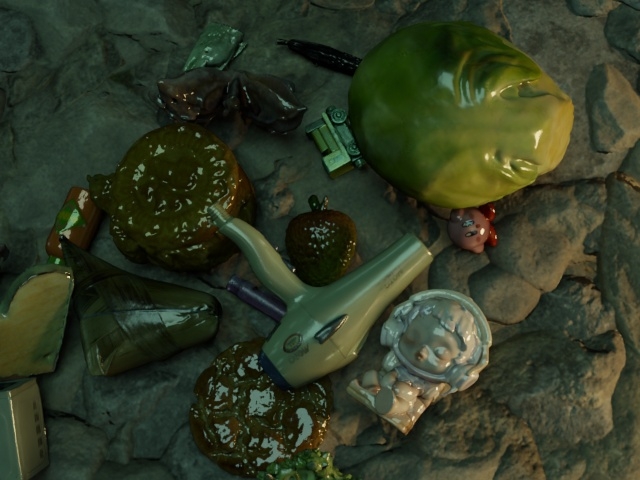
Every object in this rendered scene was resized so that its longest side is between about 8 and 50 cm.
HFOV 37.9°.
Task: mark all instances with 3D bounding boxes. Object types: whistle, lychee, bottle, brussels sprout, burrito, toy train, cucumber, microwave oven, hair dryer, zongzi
[{"bbox_3d":[-0.072,0.106,1.466,0.176,0.033,0.033,30,76,15],"label":"whistle"},{"bbox_3d":[0.000,0.000,1.456,0.114,0.114,0.146,0,84,6],"label":"lychee"},{"bbox_3d":[-0.411,0.007,1.520,0.069,0.069,0.187,15,73,11],"label":"bottle"},{"bbox_3d":[0.208,-0.203,1.416,0.344,0.268,0.344,-1,49,1],"label":"brussels sprout"},{"bbox_3d":[-0.189,-0.326,1.631,0.074,0.044,0.118,30,72,11],"label":"burrito"},{"bbox_3d":[0.028,-0.163,1.547,0.081,0.050,0.122,-30,71,3],"label":"toy train"},{"bbox_3d":[0.002,-0.319,1.613,0.163,0.043,0.039,21,116,16],"label":"cucumber"},{"bbox_3d":[-0.528,0.292,1.385,0.208,0.122,0.162,-7,92,3],"label":"microwave oven"},{"bbox_3d":[0.015,0.039,1.370,0.296,0.119,0.298,-20,92,-6],"label":"hair dryer"},{"bbox_3d":[-0.279,0.073,1.452,0.221,0.112,0.242,-18,75,1],"label":"zongzi"}]

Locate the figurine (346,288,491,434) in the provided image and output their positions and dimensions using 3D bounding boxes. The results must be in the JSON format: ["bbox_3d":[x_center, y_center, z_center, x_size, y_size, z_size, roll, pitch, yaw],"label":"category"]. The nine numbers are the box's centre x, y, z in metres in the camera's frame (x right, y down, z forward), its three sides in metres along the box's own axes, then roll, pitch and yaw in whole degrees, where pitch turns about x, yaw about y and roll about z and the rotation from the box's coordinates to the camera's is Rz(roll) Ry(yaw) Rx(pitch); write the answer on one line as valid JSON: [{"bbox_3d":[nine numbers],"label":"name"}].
[{"bbox_3d":[0.151,0.166,1.362,0.162,0.141,0.237,39,78,22],"label":"figurine"}]

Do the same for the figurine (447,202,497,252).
[{"bbox_3d":[0.234,-0.018,1.461,0.071,0.067,0.083,-19,106,-12],"label":"figurine"}]

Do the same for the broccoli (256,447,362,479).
[{"bbox_3d":[-0.014,0.436,1.242,0.288,0.260,0.235,43,119,35],"label":"broccoli"}]

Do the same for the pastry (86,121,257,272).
[{"bbox_3d":[-0.223,-0.057,1.501,0.235,0.132,0.240,-34,63,2],"label":"pastry"}]

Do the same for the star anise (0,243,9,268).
[{"bbox_3d":[-0.647,0.116,1.469,0.359,0.139,0.316,-42,72,0],"label":"star anise"}]

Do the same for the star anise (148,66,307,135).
[{"bbox_3d":[-0.157,-0.230,1.535,0.257,0.198,0.111,1,105,-6],"label":"star anise"}]

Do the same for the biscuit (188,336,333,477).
[{"bbox_3d":[-0.091,0.250,1.412,0.226,0.042,0.226,-2,71,6],"label":"biscuit"}]

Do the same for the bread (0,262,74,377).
[{"bbox_3d":[-0.453,0.135,1.425,0.232,0.172,0.064,-42,41,-8],"label":"bread"}]
